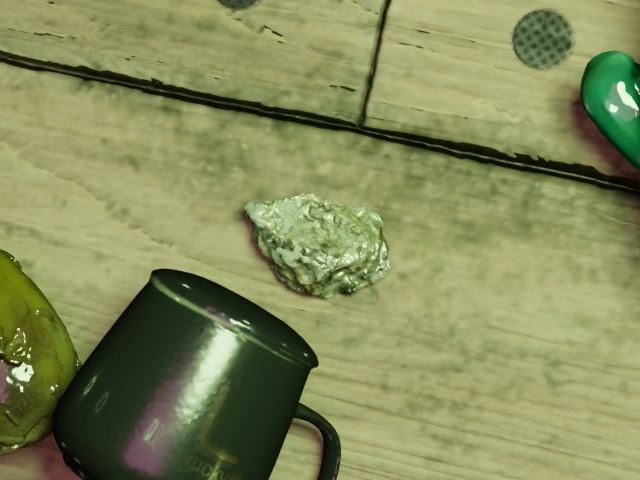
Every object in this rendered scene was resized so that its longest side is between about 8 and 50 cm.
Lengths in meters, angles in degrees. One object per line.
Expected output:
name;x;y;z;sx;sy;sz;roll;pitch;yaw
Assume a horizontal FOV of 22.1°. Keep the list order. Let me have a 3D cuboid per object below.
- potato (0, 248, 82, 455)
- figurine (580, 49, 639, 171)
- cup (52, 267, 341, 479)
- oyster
potato;-0.299;0.067;1.303;0.251;0.113;0.149;41;94;10
figurine;0.339;-0.087;1.136;0.323;0.231;0.340;-10;94;30
cup;-0.079;0.132;1.252;0.223;0.169;0.176;29;85;-18
oyster;0.000;-0.001;1.292;0.100;0.037;0.098;-22;85;9
